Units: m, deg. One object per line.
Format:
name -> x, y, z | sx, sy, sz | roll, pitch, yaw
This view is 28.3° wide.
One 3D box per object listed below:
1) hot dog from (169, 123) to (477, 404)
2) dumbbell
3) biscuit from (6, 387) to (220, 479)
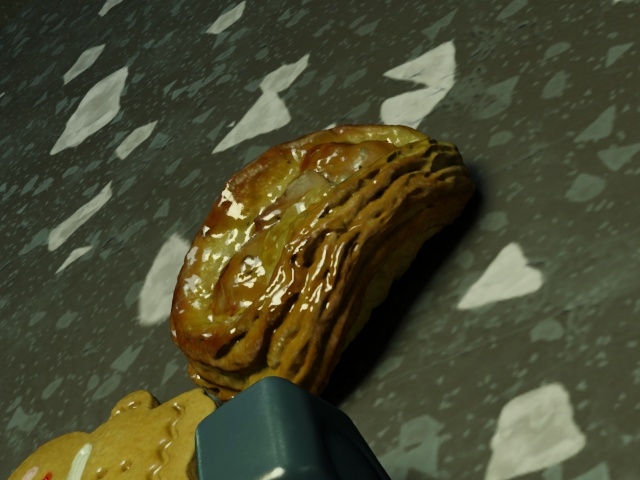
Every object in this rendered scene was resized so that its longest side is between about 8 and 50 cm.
hot dog -> -0.003, 0.000, 0.914 | 0.175, 0.114, 0.259 | 6, 54, 53
dumbbell -> -0.099, 0.216, 0.694 | 0.316, 0.156, 0.143 | -35, -1, 10
biscuit -> -0.178, 0.191, 0.945 | 0.249, 0.035, 0.184 | -23, 32, 32
